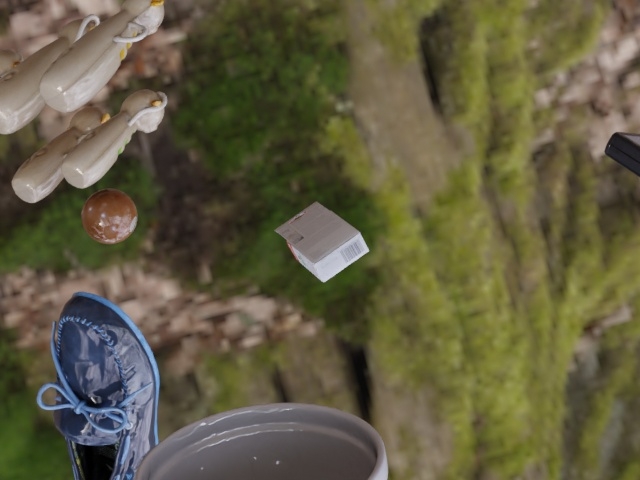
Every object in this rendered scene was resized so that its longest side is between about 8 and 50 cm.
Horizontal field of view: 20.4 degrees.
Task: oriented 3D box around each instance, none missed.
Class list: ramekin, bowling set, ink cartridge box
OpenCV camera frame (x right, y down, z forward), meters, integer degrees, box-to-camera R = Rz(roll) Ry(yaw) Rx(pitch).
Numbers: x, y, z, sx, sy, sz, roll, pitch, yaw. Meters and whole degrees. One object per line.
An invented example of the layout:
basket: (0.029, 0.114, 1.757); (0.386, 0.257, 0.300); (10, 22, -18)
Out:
ramekin: (-0.043, 0.229, 1.463); (0.207, 0.109, 0.207); (-7, -157, 3)
bowling set: (-0.228, -0.110, 1.724); (0.287, 0.200, 0.154); (-4, -143, 48)
ink cartridge box: (0.000, 0.000, 1.952); (0.063, 0.029, 0.115); (-34, -151, -10)

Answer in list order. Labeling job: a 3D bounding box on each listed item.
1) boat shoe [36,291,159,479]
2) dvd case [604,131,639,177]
boat shoe: (-0.201, 0.162, 1.674); (0.109, 0.258, 0.089); (15, -132, 26)
dvd case: (0.347, -0.027, 1.325); (0.253, 0.180, 0.022); (-1, 121, -48)
